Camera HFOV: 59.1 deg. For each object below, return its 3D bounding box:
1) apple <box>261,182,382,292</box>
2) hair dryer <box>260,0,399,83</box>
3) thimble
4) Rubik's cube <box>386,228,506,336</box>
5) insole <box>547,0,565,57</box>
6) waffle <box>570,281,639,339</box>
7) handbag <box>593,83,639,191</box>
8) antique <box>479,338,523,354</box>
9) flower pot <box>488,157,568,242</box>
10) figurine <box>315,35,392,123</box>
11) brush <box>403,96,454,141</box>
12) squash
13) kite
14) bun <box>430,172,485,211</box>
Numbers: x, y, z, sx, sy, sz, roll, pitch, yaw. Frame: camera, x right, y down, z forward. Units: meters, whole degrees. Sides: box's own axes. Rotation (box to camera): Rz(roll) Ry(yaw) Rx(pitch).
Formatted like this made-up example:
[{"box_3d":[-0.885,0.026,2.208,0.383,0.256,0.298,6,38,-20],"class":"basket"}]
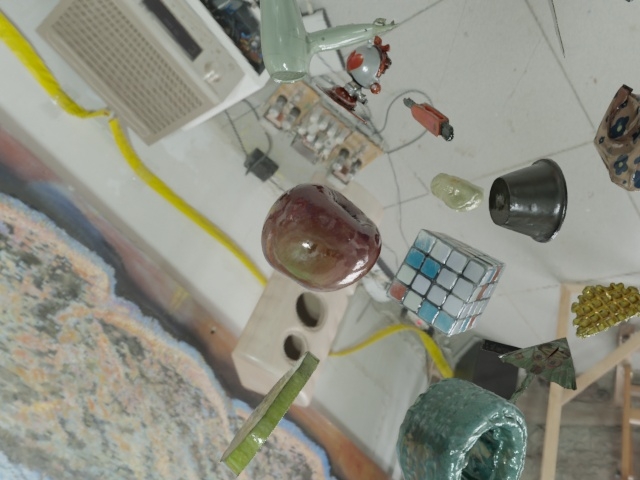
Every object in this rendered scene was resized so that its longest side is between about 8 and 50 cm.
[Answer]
[{"box_3d":[0.000,0.000,1.434,0.305,0.306,0.235,35,107,-12],"class":"apple"},{"box_3d":[0.014,-0.360,0.889,0.237,0.207,0.075,-8,-179,-20],"class":"hair dryer"},{"box_3d":[0.233,0.358,0.949,0.198,0.235,0.143,20,177,-34],"class":"thimble"},{"box_3d":[0.413,0.131,1.838,0.256,0.253,0.259,31,105,29],"class":"Rubik's cube"},{"box_3d":[0.477,-0.456,1.150,0.004,0.064,0.188,-17,130,22],"class":"insole"},{"box_3d":[0.743,0.181,1.443,0.191,0.161,0.046,4,150,16],"class":"waffle"},{"box_3d":[0.820,-0.260,1.414,0.190,0.252,0.193,3,129,6],"class":"handbag"},{"box_3d":[0.524,0.302,1.536,0.191,0.031,0.015,15,176,-13],"class":"antique"},{"box_3d":[0.637,-0.125,1.780,0.166,0.269,0.269,0,144,-10],"class":"flower pot"},{"box_3d":[0.122,-0.500,1.682,0.160,0.183,0.226,29,106,-25],"class":"figurine"},{"box_3d":[0.390,-0.449,2.036,0.051,0.323,0.070,-19,133,-15],"class":"brush"},{"box_3d":[-0.074,0.271,0.890,0.041,0.219,0.219,39,143,2],"class":"squash"},{"box_3d":[0.495,0.309,1.312,0.012,0.250,0.229,58,159,-21],"class":"kite"},{"box_3d":[0.468,-0.161,1.946,0.188,0.164,0.111,17,102,-20],"class":"bun"}]
